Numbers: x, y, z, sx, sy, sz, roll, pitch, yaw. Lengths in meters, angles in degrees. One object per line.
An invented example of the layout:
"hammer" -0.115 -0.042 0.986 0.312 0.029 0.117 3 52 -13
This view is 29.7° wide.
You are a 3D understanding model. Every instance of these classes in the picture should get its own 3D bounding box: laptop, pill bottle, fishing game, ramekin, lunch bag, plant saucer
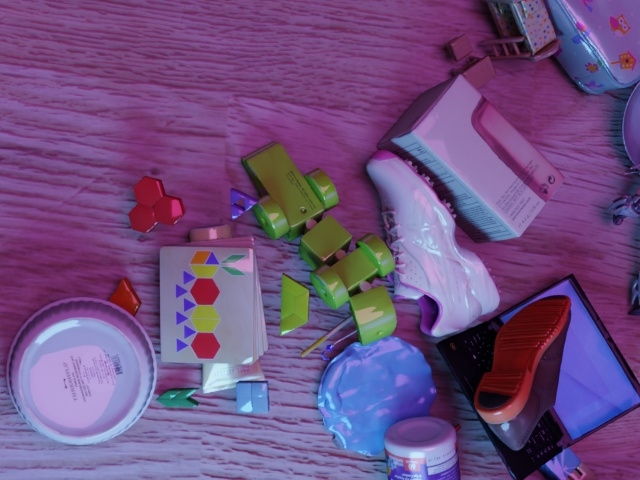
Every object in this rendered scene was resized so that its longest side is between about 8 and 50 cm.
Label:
"laptop" 0.338 0.201 1.819 0.264 0.136 0.234 -13 70 -55
"pill bottle" 0.155 0.369 1.784 0.108 0.108 0.193 -13 107 -18
"fishing game" 0.084 0.234 1.822 0.189 0.041 0.264 -41 104 -8
"ramekin" -0.325 0.181 1.641 0.207 0.109 0.207 0 89 -10
"lunch bag" 0.456 -0.388 1.947 0.224 0.108 0.279 -43 101 -21
"plant saucer" 0.569 -0.201 1.990 0.195 0.037 0.195 -6 107 -22

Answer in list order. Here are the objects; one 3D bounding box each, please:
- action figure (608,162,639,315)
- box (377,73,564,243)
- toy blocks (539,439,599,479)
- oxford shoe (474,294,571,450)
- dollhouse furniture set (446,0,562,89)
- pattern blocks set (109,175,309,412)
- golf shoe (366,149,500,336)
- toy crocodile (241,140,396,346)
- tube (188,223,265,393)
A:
"action figure" 0.555 -0.022 1.956 0.185 0.099 0.285 -3 88 -19
"box" 0.228 -0.120 1.834 0.232 0.148 0.127 43 75 -11
"toy blocks" 0.348 0.480 1.834 0.381 0.191 0.261 -43 87 -17
"oxford shoe" 0.308 0.187 1.768 0.271 0.097 0.098 -52 123 -37
"dollhouse furniture set" 0.262 -0.344 1.856 0.161 0.101 0.182 -36 117 -16
"pattern blocks set" -0.157 0.084 1.708 0.285 0.026 0.324 9 98 5
"golf shoe" 0.146 0.009 1.819 0.140 0.115 0.306 -36 97 -12
"toy crocodile" 0.000 0.000 1.765 0.115 0.105 0.340 -34 76 -18
"tube" -0.142 0.097 1.749 0.062 0.070 0.240 -14 97 -59
